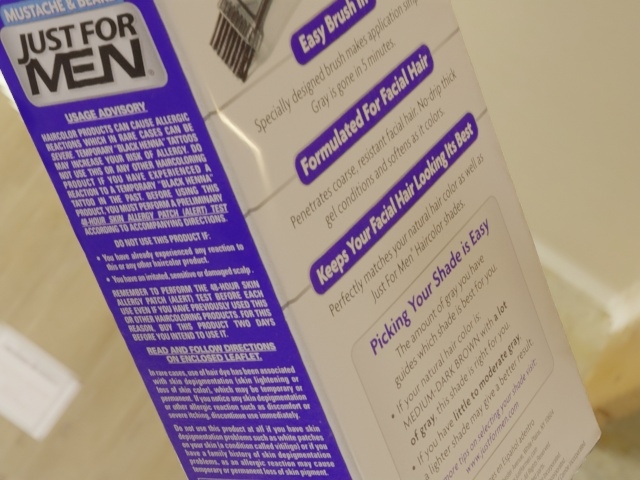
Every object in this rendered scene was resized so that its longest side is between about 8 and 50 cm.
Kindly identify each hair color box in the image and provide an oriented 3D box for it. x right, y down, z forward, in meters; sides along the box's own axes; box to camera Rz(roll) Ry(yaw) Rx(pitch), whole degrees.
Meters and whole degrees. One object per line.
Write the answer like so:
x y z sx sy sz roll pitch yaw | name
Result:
0.000 0.000 0.757 0.110 0.185 0.339 -3 -63 37 | hair color box
